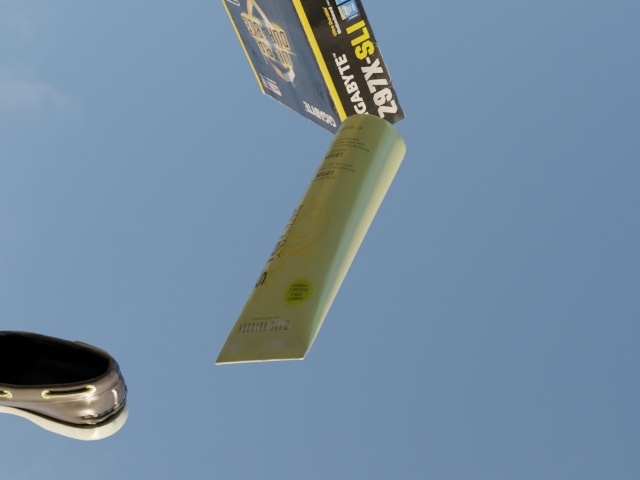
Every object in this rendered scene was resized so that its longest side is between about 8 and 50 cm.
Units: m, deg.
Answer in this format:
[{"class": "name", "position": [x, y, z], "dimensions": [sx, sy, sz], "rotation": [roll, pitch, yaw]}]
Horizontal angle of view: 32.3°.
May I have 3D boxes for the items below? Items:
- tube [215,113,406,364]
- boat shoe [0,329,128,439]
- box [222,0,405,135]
[{"class": "tube", "position": [0.000, 0.000, 0.873], "dimensions": [0.062, 0.070, 0.240], "rotation": [25, -123, 3]}, {"class": "boat shoe", "position": [-0.276, 0.108, 0.956], "dimensions": [0.228, 0.068, 0.081], "rotation": [10, -142, 8]}, {"class": "box", "position": [-0.037, -0.268, 1.275], "dimensions": [0.079, 0.257, 0.322], "rotation": [-27, -155, -11]}]
